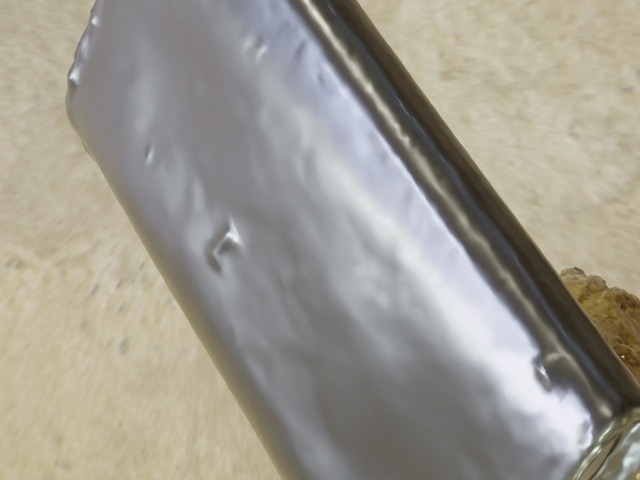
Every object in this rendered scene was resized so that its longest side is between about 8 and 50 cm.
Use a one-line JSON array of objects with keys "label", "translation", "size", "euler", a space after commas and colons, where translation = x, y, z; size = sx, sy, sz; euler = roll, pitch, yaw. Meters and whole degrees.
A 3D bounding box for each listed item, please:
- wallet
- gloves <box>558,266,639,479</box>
[{"label": "wallet", "translation": [0.001, 0.000, 0.973], "size": [0.062, 0.228, 0.406], "euler": [-10, 54, -36]}, {"label": "gloves", "translation": [0.160, 0.107, 1.227], "size": [0.155, 0.356, 0.203], "euler": [-32, 96, 23]}]
